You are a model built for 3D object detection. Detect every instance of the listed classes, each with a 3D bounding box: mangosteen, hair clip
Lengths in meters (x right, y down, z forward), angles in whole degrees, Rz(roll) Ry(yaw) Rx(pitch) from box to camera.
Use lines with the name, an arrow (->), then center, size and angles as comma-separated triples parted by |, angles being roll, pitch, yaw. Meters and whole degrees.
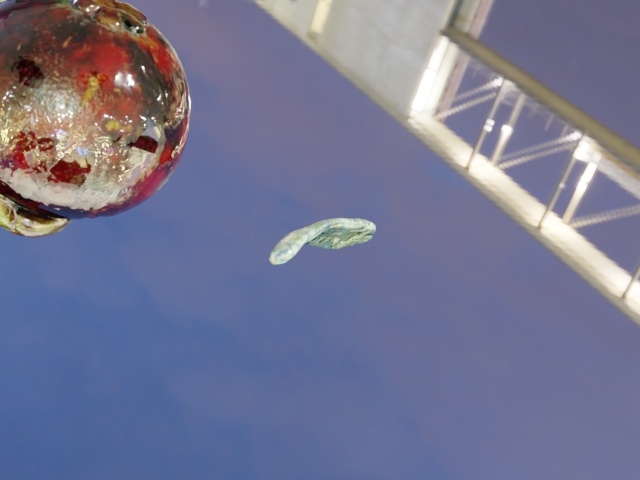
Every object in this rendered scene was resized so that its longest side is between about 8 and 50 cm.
mangosteen -> -0.306, -0.151, 1.137 | 0.311, 0.311, 0.311 | 15, -152, -8
hair clip -> -0.001, -0.002, 1.090 | 0.229, 0.066, 0.036 | -13, -99, -63
